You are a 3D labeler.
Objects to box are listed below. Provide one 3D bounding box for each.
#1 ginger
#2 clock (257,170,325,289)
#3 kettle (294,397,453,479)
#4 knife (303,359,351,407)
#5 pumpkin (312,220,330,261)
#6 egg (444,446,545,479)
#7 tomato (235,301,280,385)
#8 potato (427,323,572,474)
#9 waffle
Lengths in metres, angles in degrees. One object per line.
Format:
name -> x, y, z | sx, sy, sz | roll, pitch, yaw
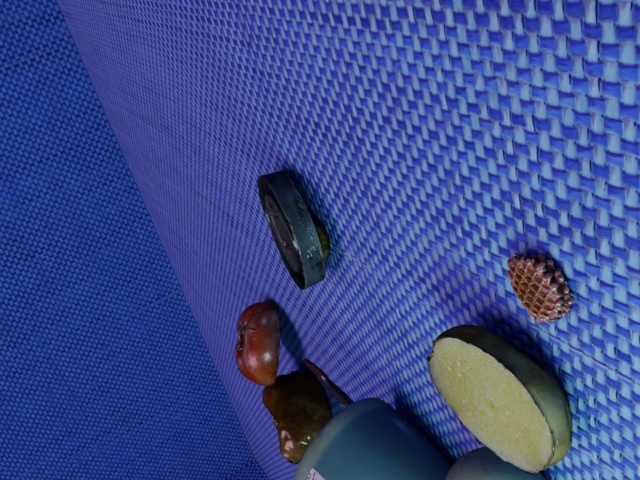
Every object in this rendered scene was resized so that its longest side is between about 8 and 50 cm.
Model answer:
ginger -> -0.055, 0.433, 1.768 | 0.165, 0.172, 0.321 | 41, -177, -21
clock -> -0.053, -0.020, 1.262 | 0.226, 0.049, 0.226 | 160, 90, -78
kettle -> 0.165, 0.491, 1.220 | 0.342, 0.247, 0.319 | 34, 165, 37
knife -> 0.011, 0.344, 1.679 | 0.247, 0.018, 0.035 | 32, 147, 57
pumpkin -> 0.001, 0.000, 1.227 | 0.050, 0.028, 0.083 | 142, 110, -77
egg -> 0.240, 0.366, 0.941 | 0.149, 0.149, 0.192 | 46, 160, 38
tomato -> -0.171, 0.267, 1.805 | 0.237, 0.095, 0.237 | -177, 90, -76
potato -> 0.227, 0.183, 0.842 | 0.200, 0.081, 0.164 | 44, 146, 35
waffle -> 0.231, 0.048, 0.728 | 0.083, 0.029, 0.075 | 65, 160, -3
